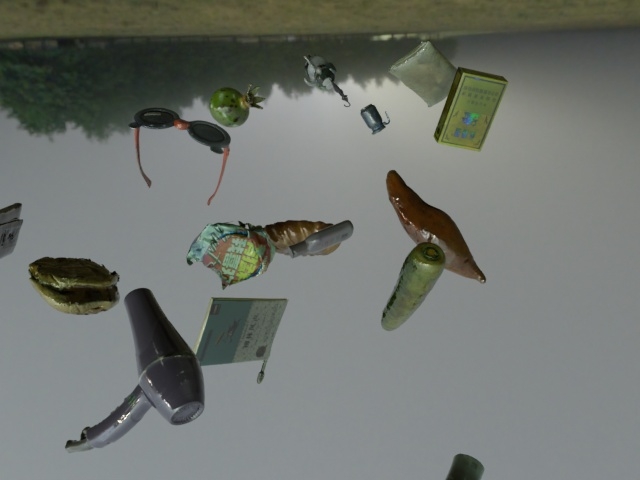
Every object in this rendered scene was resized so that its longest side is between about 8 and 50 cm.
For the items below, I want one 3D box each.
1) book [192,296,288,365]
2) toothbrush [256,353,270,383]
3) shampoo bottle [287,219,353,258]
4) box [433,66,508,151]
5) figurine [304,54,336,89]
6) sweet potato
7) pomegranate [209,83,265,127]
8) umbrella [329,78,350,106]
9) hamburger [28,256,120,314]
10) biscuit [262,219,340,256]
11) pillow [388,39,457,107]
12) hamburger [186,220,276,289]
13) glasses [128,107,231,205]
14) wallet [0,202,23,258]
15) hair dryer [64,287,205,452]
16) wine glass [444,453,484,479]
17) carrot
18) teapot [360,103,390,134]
[{"bbox_3d":[-0.289,0.327,2.175,0.031,0.264,0.379,28,-166,38],"label":"book"},{"bbox_3d":[-0.206,0.427,2.394,0.026,0.294,0.028,14,171,10],"label":"toothbrush"},{"bbox_3d":[0.000,0.000,1.453,0.165,0.040,0.080,-21,163,-18],"label":"shampoo bottle"},{"bbox_3d":[0.430,-0.375,1.735,0.140,0.220,0.064,8,-149,-11],"label":"box"},{"bbox_3d":[-0.005,-0.679,2.410,0.147,0.126,0.192,19,-144,-46],"label":"figurine"},{"bbox_3d":[0.273,-0.023,1.458,0.112,0.359,0.112,-44,179,-1],"label":"sweet potato"},{"bbox_3d":[-0.314,-0.513,2.237,0.220,0.156,0.156,-32,-167,14],"label":"pomegranate"},{"bbox_3d":[0.049,-0.352,1.431,0.022,0.013,0.122,-10,157,19],"label":"umbrella"},{"bbox_3d":[-0.789,0.147,1.933,0.265,0.134,0.285,-3,-163,-41],"label":"hamburger"},{"bbox_3d":[-0.071,-0.001,2.289,0.325,0.107,0.326,1,166,0],"label":"biscuit"},{"bbox_3d":[0.392,-0.604,2.190,0.185,0.075,0.302,-31,144,30],"label":"pillow"},{"bbox_3d":[-0.313,0.020,2.100,0.260,0.276,0.150,-38,-149,15],"label":"hamburger"},{"bbox_3d":[-0.346,-0.183,1.470,0.234,0.268,0.118,15,-138,-2],"label":"glasses"},{"bbox_3d":[-1.011,-0.020,1.906,0.049,0.182,0.229,14,-172,-10],"label":"wallet"},{"bbox_3d":[-0.404,0.303,1.216,0.121,0.361,0.301,32,-162,-53],"label":"hair dryer"},{"bbox_3d":[0.355,0.676,1.565,0.103,0.103,0.231,7,-142,30],"label":"wine glass"},{"bbox_3d":[0.175,0.114,1.233,0.074,0.358,0.074,4,-121,-7],"label":"carrot"},{"bbox_3d":[0.157,-0.354,1.736,0.063,0.083,0.049,-35,-171,-19],"label":"teapot"}]
